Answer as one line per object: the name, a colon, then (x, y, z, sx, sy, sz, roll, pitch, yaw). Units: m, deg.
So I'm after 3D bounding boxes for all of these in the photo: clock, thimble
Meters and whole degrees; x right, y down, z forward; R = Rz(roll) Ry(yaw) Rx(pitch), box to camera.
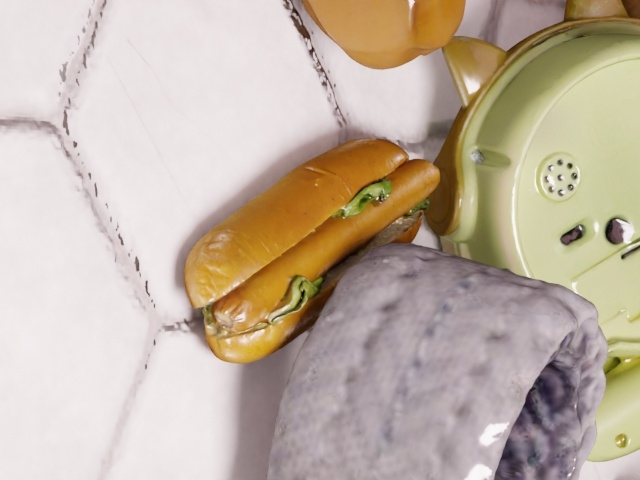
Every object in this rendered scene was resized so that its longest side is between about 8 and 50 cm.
clock: (0.228, -0.030, 1.371, 0.286, 0.117, 0.348, -30, 106, -13)
thimble: (0.082, 0.128, 1.183, 0.245, 0.157, 0.217, -51, 143, -35)

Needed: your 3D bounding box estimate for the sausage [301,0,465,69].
sausage: (0.024, -0.236, 1.230, 0.241, 0.120, 0.136, 62, 29, -25)

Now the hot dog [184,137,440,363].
hot dog: (0.000, 0.000, 1.212, 0.249, 0.068, 0.100, -38, 116, -46)

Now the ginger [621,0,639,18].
ginger: (0.309, -0.159, 1.569, 0.107, 0.133, 0.309, -75, 139, -86)
